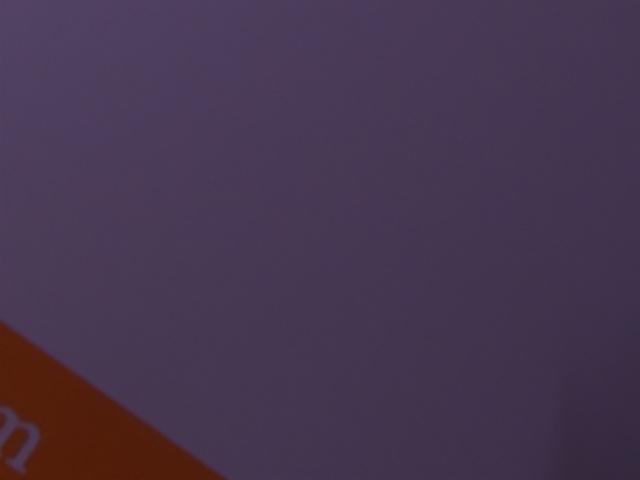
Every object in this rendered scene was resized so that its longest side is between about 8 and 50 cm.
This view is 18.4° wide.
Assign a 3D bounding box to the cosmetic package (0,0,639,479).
[{"bbox_3d":[-0.007,-0.042,0.451,0.453,0.230,0.161,-55,5,-5],"label":"cosmetic package"}]
